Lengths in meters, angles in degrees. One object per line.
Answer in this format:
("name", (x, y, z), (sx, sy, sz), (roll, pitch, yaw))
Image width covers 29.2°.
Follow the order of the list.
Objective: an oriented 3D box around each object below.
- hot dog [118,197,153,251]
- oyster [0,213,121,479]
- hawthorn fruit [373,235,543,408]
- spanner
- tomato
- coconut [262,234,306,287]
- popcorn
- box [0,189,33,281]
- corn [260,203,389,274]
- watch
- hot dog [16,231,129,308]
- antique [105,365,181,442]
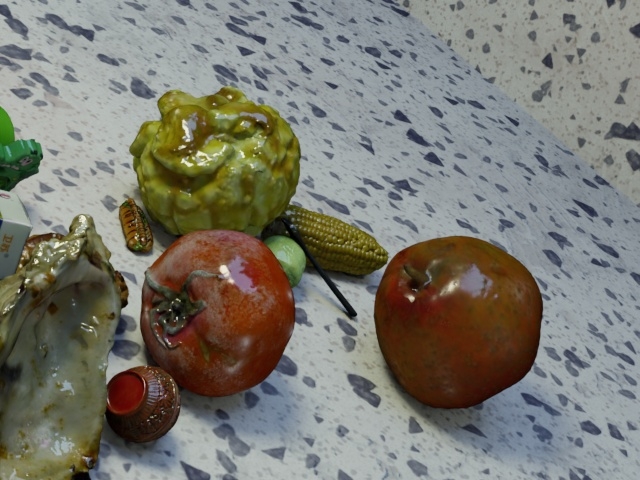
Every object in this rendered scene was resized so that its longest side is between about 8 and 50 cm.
("hot dog", (-0.291, -0.025, 1.941), (0.049, 0.037, 0.122), (15, 33, -34))
("oyster", (-0.336, 0.131, 1.412), (0.096, 0.361, 0.221), (-1, -14, 25))
("hawthorn fruit", (0.202, 0.107, 1.925), (0.298, 0.277, 0.277), (47, 12, -42))
("spanner", (-0.002, 0.045, 2.037), (0.208, 0.012, 0.046), (54, -12, -10))
("tomato", (-0.136, 0.095, 1.706), (0.232, 0.232, 0.189), (48, 19, 30))
("coconut", (-0.068, 0.040, 2.002), (0.088, 0.088, 0.096), (31, 53, -1))
("popcorn", (-0.162, -0.124, 1.979), (0.282, 0.247, 0.282), (7, 33, -5))
("box", (-0.520, 0.019, 1.450), (0.300, 0.200, 0.106), (14, 18, -28))
("corn", (0.000, 0.000, 2.123), (0.262, 0.097, 0.097), (16, 31, -28))
("watch", (-0.498, -0.145, 1.798), (0.131, 0.165, 0.152), (7, 52, -60))
("hot dog", (-0.355, 0.067, 1.665), (0.160, 0.099, 0.227), (37, 25, 10))
("antique", (-0.224, 0.207, 1.556), (0.104, 0.104, 0.104), (24, 28, -14))
